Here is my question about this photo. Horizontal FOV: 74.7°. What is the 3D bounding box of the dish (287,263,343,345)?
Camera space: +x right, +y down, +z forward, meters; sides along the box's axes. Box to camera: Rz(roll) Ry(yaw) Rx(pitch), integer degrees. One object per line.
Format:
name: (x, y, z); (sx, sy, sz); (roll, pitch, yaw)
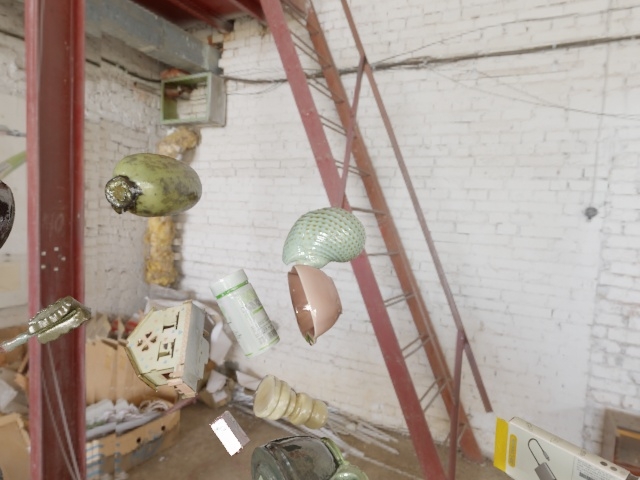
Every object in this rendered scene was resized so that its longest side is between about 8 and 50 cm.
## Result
dish: (-0.009, 0.152, 1.039); (0.090, 0.213, 0.213); (-13, 8, -17)

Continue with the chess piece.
chess piece: (-0.088, 0.564, 1.433); (0.261, 0.142, 0.143); (29, -7, -24)

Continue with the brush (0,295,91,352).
brush: (-0.715, 0.231, 1.026); (0.301, 0.084, 0.071); (-29, 44, -2)

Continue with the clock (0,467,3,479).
clock: (-0.978, 0.616, 1.057); (0.313, 0.312, 0.061); (3, 22, -6)

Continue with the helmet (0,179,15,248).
helmet: (-0.740, -0.062, 0.744); (0.305, 0.224, 0.177); (12, -8, -6)

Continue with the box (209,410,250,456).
box: (-0.343, 0.733, 1.596); (0.060, 0.156, 0.111); (-39, -13, -6)

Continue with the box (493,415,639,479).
box: (0.448, 0.432, 0.781); (0.033, 0.129, 0.247); (-14, 19, -36)

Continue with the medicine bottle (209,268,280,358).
medicine bottle: (-0.168, 0.162, 0.933); (0.086, 0.183, 0.086); (-28, -1, -1)

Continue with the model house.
model house: (-0.526, 0.381, 1.428); (0.244, 0.326, 0.169); (-12, -41, 6)

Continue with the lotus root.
lotus root: (-0.417, -0.146, 1.111); (0.173, 0.173, 0.309); (4, 11, 16)

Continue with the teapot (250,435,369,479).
teapot: (-0.029, 0.630, 1.127); (0.239, 0.239, 0.321); (-10, -27, -34)

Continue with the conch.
conch: (0.001, -0.017, 1.590); (0.319, 0.215, 0.303); (-14, 14, -38)
